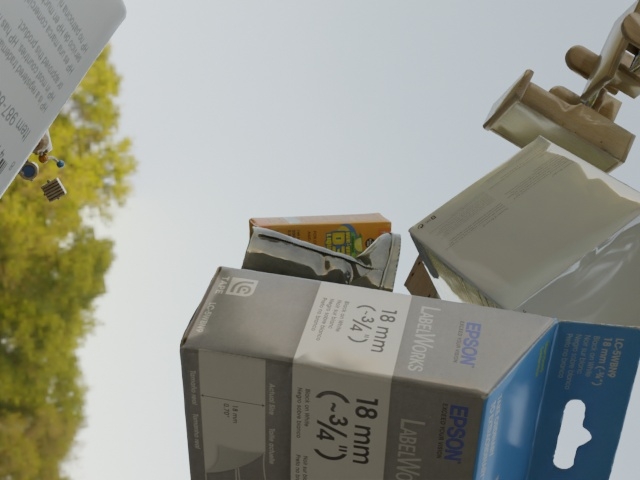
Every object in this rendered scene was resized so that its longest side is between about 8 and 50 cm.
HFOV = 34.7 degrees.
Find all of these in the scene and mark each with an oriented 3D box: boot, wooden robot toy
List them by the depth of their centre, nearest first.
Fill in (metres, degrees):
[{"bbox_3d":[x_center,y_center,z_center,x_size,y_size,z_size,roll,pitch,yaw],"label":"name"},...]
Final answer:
[{"bbox_3d":[0.002,0.024,1.409,0.189,0.209,0.076,-70,169,-64],"label":"boot"},{"bbox_3d":[-0.423,-0.136,1.499,0.079,0.076,0.173,-139,-144,-74],"label":"wooden robot toy"}]

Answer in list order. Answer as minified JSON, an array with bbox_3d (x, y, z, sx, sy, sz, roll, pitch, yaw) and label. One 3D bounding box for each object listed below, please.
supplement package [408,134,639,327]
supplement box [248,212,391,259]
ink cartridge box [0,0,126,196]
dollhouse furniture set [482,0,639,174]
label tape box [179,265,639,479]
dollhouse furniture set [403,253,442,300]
[{"bbox_3d":[0.244,0.025,1.113,0.203,0.194,0.149,45,-12,54],"label":"supplement package"},{"bbox_3d":[0.000,0.000,1.714,0.080,0.233,0.078,-145,-127,-72],"label":"supplement box"},{"bbox_3d":[-0.210,-0.023,0.292,0.129,0.307,0.223,29,-13,9],"label":"ink cartridge box"},{"bbox_3d":[0.344,-0.220,1.327,0.242,0.161,0.212,-62,-176,-21],"label":"dollhouse furniture set"},{"bbox_3d":[0.067,0.165,0.806,0.106,0.334,0.240,-69,164,-54],"label":"label tape box"},{"bbox_3d":[0.363,0.094,1.725,0.286,0.303,0.198,55,-50,40],"label":"dollhouse furniture set"}]
